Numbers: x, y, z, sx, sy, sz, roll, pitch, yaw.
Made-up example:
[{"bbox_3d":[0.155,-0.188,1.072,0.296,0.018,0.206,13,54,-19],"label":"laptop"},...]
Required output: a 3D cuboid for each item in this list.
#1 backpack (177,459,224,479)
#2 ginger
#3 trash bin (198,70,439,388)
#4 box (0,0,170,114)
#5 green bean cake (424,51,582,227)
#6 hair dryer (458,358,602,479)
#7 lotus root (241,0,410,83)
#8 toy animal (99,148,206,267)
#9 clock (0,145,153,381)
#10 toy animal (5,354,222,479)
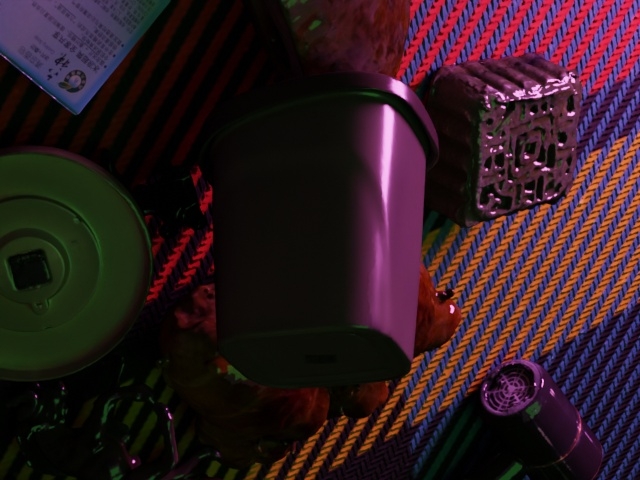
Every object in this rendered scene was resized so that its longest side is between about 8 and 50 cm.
[{"bbox_3d":[-0.160,0.351,1.875,0.139,0.229,0.229,42,86,-24],"label":"backpack"},{"bbox_3d":[-0.006,0.120,1.910,0.358,0.152,0.274,-29,129,-20],"label":"ginger"},{"bbox_3d":[0.000,0.000,1.696,0.220,0.219,0.250,48,38,-60],"label":"trash bin"},{"bbox_3d":[-0.262,-0.237,1.561,0.142,0.083,0.232,-52,135,-3],"label":"box"},{"bbox_3d":[0.207,-0.113,1.984,0.181,0.094,0.173,-13,121,-33],"label":"green bean cake"},{"bbox_3d":[0.185,0.318,2.215,0.352,0.107,0.189,-42,130,-4],"label":"hair dryer"},{"bbox_3d":[0.014,-0.240,1.733,0.210,0.142,0.314,-45,135,-10],"label":"lotus root"},{"bbox_3d":[-0.222,-0.011,1.715,0.210,0.121,0.117,-34,112,-10],"label":"toy animal"},{"bbox_3d":[-0.277,0.024,1.661,0.235,0.029,0.235,-3,112,-7],"label":"clock"},{"bbox_3d":[-0.211,0.217,1.798,0.148,0.084,0.232,-45,94,-3],"label":"toy animal"}]
